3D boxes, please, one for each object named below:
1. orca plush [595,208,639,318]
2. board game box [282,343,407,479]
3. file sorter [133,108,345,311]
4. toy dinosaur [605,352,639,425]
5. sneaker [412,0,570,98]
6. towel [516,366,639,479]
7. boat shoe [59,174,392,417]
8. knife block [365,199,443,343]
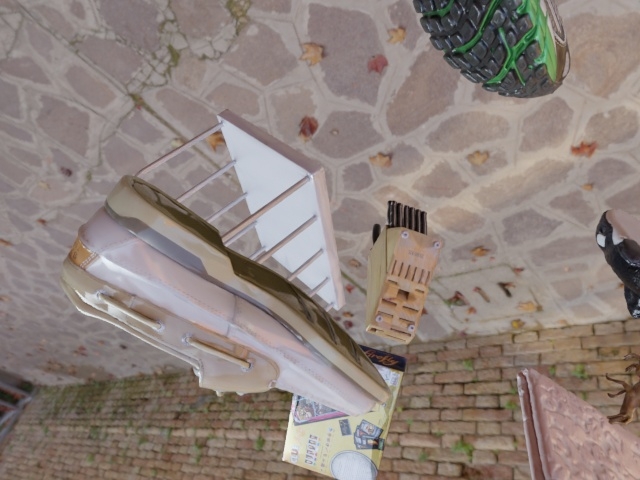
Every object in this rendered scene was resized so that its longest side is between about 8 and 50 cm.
[{"bbox_3d":[0.500,0.078,0.671,0.151,0.287,0.102,-13,136,-34],"label":"orca plush"},{"bbox_3d":[0.034,0.282,0.770,0.165,0.042,0.243,14,110,11],"label":"board game box"},{"bbox_3d":[-0.103,0.008,0.640,0.193,0.173,0.277,36,152,33],"label":"file sorter"},{"bbox_3d":[0.552,0.238,0.786,0.053,0.092,0.183,31,110,-32],"label":"toy dinosaur"},{"bbox_3d":[0.154,-0.295,0.420,0.343,0.147,0.134,65,171,-10],"label":"sneaker"},{"bbox_3d":[0.488,0.419,0.802,0.332,0.316,0.053,34,128,-12],"label":"towel"},{"bbox_3d":[-0.071,0.076,0.412,0.302,0.103,0.113,39,-177,-16],"label":"boat shoe"},{"bbox_3d":[0.148,0.051,0.962,0.088,0.275,0.242,18,176,-7],"label":"knife block"}]
